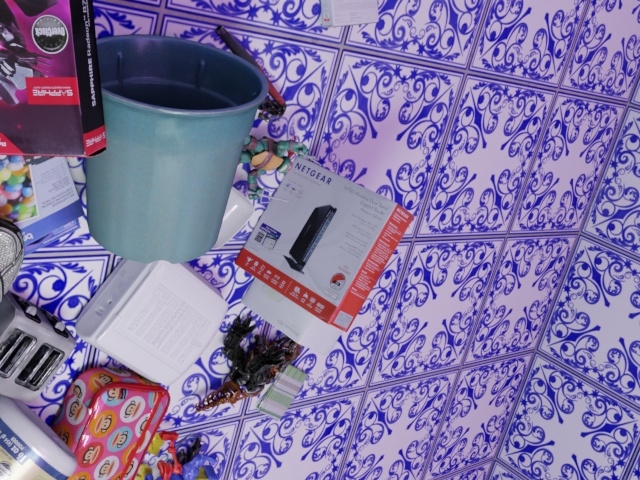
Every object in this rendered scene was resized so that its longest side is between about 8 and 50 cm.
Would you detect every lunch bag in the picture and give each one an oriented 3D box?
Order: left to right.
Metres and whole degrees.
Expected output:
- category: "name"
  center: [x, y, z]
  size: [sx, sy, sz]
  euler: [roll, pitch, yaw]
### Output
- category: "lunch bag"
  center: [-0.467, 0.430, 1.871]
  size: [0.258, 0.120, 0.293]
  euler: [20, 97, -54]

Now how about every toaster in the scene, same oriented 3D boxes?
- category: "toaster"
  center: [-0.588, 0.204, 1.606]
  size: [0.186, 0.110, 0.168]
  euler: [-53, 139, -7]

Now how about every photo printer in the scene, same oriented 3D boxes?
- category: "photo printer"
  center: [-0.347, 0.167, 1.835]
  size: [0.256, 0.107, 0.307]
  euler: [-54, 140, -9]

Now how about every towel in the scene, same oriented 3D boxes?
- category: "towel"
  center: [-0.105, 0.413, 2.307]
  size: [0.152, 0.023, 0.113]
  euler: [-57, 142, -6]

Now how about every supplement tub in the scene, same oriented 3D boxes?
- category: "supplement tub"
  center: [-0.652, 0.467, 1.606]
  size: [0.316, 0.228, 0.228]
  euler: [-46, 138, -17]

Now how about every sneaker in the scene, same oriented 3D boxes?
- category: "sneaker"
  center: [-0.610, 0.118, 1.449]
  size: [0.134, 0.146, 0.343]
  euler: [26, 96, -33]

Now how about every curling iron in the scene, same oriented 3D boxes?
- category: "curling iron"
  center: [-0.145, -0.349, 1.789]
  size: [0.068, 0.035, 0.274]
  euler: [-48, 139, -14]

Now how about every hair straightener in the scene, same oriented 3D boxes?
- category: "hair straightener"
  center: [-0.351, 0.593, 2.133]
  size: [0.089, 0.047, 0.230]
  euler: [4, 112, -46]

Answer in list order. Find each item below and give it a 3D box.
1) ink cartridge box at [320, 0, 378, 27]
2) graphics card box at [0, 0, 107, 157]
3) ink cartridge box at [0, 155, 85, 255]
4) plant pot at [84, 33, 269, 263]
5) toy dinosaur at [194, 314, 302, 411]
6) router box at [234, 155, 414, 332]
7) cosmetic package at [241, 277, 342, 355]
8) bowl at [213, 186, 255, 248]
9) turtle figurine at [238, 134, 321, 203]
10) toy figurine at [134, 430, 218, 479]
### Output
- category: "ink cartridge box"
  center: [0.060, -0.571, 1.880]
  size: [0.145, 0.045, 0.179]
  euler: [-17, 106, -39]
- category: "graphics card box"
  center: [-0.463, -0.313, 1.286]
  size: [0.094, 0.232, 0.371]
  euler: [-60, 151, -70]
- category: "ink cartridge box"
  center: [-0.542, -0.098, 1.513]
  size: [0.186, 0.065, 0.311]
  euler: [-32, 135, -29]
- category: "plant pot"
  center: [-0.292, -0.159, 1.552]
  size: [0.341, 0.341, 0.334]
  euler: [-15, 131, -40]
- category: "toy dinosaur"
  center: [-0.166, 0.326, 2.101]
  size: [0.322, 0.164, 0.218]
  euler: [-57, 162, -37]
- category: "router box"
  center: [0.000, 0.000, 1.920]
  size: [0.082, 0.335, 0.301]
  euler: [31, 88, -50]
- category: "cosmetic package"
  center: [-0.034, 0.121, 2.041]
  size: [0.138, 0.224, 0.225]
  euler: [29, 91, -51]
- category: "bowl"
  center: [-0.231, -0.062, 1.847]
  size: [0.142, 0.053, 0.142]
  euler: [-45, 139, 1]
- category: "turtle figurine"
  center: [-0.123, -0.173, 1.854]
  size: [0.234, 0.118, 0.175]
  euler: [17, 119, -41]
- category: "toy figurine"
  center: [-0.328, 0.645, 2.046]
  size: [0.217, 0.191, 0.362]
  euler: [11, 105, -36]
